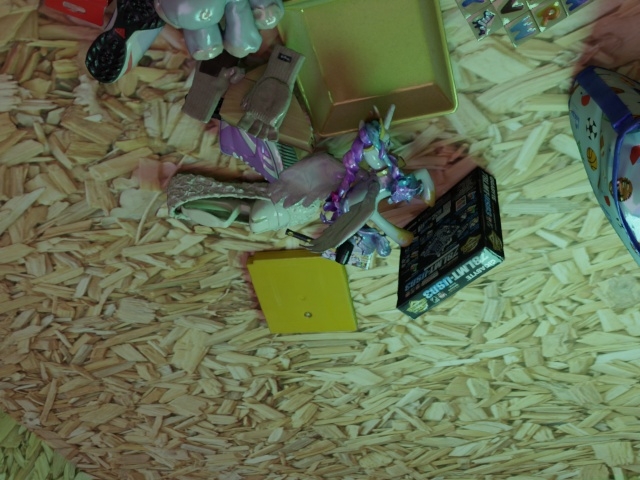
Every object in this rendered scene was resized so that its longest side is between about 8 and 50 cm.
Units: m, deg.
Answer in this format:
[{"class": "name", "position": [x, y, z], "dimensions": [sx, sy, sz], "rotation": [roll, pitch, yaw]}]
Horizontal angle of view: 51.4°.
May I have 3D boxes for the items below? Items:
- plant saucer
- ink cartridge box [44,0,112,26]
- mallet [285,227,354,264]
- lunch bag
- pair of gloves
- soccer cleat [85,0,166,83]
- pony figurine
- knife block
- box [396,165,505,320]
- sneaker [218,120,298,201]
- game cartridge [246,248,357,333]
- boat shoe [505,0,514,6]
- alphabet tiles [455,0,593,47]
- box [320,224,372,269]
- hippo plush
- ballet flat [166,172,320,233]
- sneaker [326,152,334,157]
[{"class": "plant saucer", "position": [0.104, -0.401, 1.420], "dimensions": [0.332, 0.081, 0.333], "rotation": [-9, 131, 16]}, {"class": "ink cartridge box", "position": [-0.479, -0.572, 1.351], "dimensions": [0.134, 0.078, 0.231], "rotation": [19, 133, -8]}, {"class": "mallet", "position": [0.000, 0.000, 1.789], "dimensions": [0.189, 0.039, 0.062], "rotation": [27, 102, -7]}, {"class": "lunch bag", "position": [0.672, -0.159, 1.372], "dimensions": [0.238, 0.328, 0.385], "rotation": [-31, 115, 21]}, {"class": "pair of gloves", "position": [-0.165, -0.330, 1.412], "dimensions": [0.240, 0.042, 0.204], "rotation": [19, 92, 15]}, {"class": "soccer cleat", "position": [-0.385, -0.468, 1.416], "dimensions": [0.108, 0.116, 0.318], "rotation": [42, 123, -12]}, {"class": "pony figurine", "position": [0.095, -0.106, 1.537], "dimensions": [0.351, 0.303, 0.363], "rotation": [-41, 138, 3]}, {"class": "knife block", "position": [-0.167, -0.283, 1.476], "dimensions": [0.242, 0.276, 0.088], "rotation": [-26, 171, 4]}, {"class": "box", "position": [0.309, 0.007, 1.626], "dimensions": [0.073, 0.294, 0.295], "rotation": [31, 129, -21]}, {"class": "sneaker", "position": [-0.154, -0.207, 1.641], "dimensions": [0.160, 0.102, 0.282], "rotation": [-10, 120, 22]}, {"class": "game cartridge", "position": [-0.051, 0.155, 1.997], "dimensions": [0.285, 0.053, 0.324], "rotation": [-3, 130, 12]}, {"class": "boat shoe", "position": [0.330, -0.499, 1.315], "dimensions": [0.136, 0.049, 0.043], "rotation": [10, 131, -4]}, {"class": "alphabet tiles", "position": [0.413, -0.537, 1.252], "dimensions": [0.342, 0.011, 0.285], "rotation": [-29, 123, 19]}, {"class": "box", "position": [0.078, 0.018, 1.830], "dimensions": [0.136, 0.027, 0.094], "rotation": [16, 106, -6]}, {"class": "hippo plush", "position": [-0.174, -0.465, 1.205], "dimensions": [0.234, 0.236, 0.294], "rotation": [29, 101, -11]}, {"class": "ballet flat", "position": [-0.209, -0.077, 1.741], "dimensions": [0.408, 0.147, 0.147], "rotation": [7, 134, 1]}, {"class": "sneaker", "position": [0.008, -0.180, 1.679], "dimensions": [0.043, 0.040, 0.109], "rotation": [15, 140, -28]}]
